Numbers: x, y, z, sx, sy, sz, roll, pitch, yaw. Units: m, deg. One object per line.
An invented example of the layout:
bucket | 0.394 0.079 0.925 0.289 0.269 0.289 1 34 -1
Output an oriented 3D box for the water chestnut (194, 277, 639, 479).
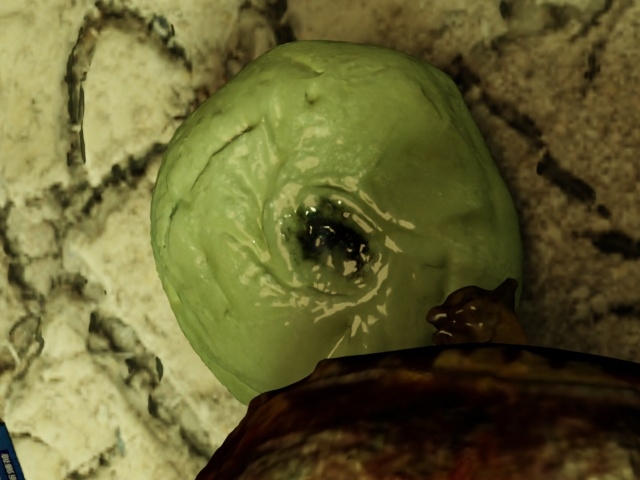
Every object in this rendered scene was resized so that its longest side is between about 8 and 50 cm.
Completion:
water chestnut | 0.078 0.154 0.883 0.350 0.350 0.302 -13 61 31

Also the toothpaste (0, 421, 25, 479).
toothpaste | -0.186 0.275 1.190 0.076 0.066 0.320 -28 79 29

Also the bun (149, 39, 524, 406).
bun | -0.002 -0.003 1.039 0.221 0.108 0.221 1 92 31
